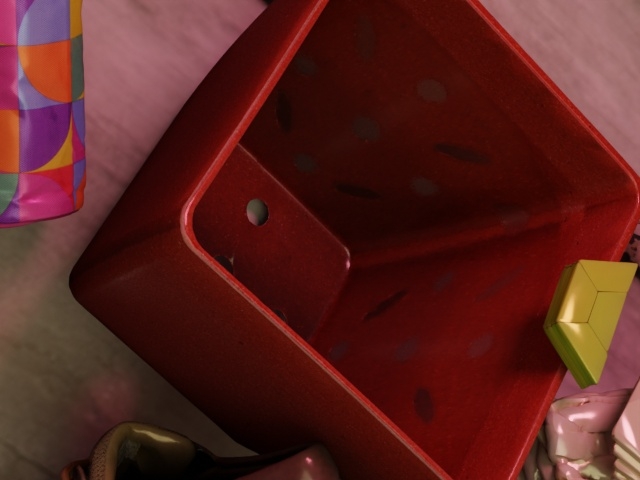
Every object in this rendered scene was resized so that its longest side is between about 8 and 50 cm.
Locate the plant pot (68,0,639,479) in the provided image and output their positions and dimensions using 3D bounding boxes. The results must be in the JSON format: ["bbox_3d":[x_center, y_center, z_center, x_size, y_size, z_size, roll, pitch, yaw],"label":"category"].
[{"bbox_3d":[0.000,0.000,1.132,0.267,0.236,0.267,44,57,-22],"label":"plant pot"}]

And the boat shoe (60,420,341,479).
[{"bbox_3d":[-0.106,0.171,1.149,0.123,0.342,0.123,-28,105,-40],"label":"boat shoe"}]

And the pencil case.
[{"bbox_3d":[-0.201,-0.128,1.145,0.104,0.104,0.236,-3,103,-15],"label":"pencil case"}]

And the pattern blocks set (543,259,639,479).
[{"bbox_3d":[0.263,0.103,1.106,0.285,0.026,0.324,26,63,-17],"label":"pattern blocks set"}]

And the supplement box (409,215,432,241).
[{"bbox_3d":[0.114,-0.008,1.296,0.062,0.036,0.098,-47,111,0],"label":"supplement box"}]

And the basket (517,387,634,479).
[{"bbox_3d":[0.245,0.277,1.210,0.331,0.266,0.328,1,71,-25],"label":"basket"}]
